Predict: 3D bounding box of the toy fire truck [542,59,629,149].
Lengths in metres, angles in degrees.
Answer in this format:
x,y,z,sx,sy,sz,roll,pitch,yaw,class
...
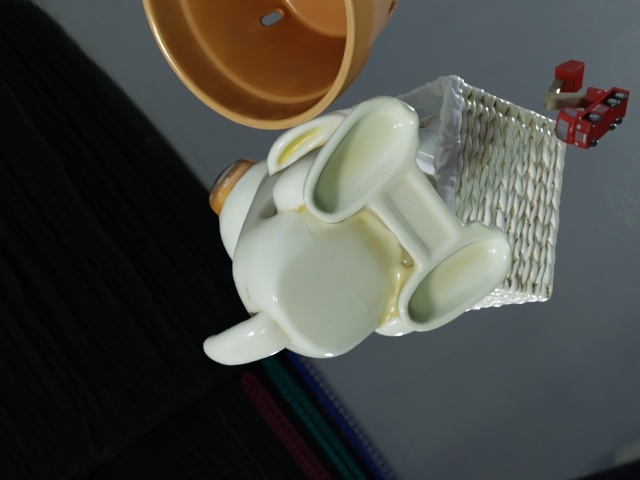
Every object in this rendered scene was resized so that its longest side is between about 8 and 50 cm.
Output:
x,y,z,sx,sy,sz,roll,pitch,yaw,class
0.390,-0.209,1.417,0.192,0.135,0.047,-36,137,-39,toy fire truck

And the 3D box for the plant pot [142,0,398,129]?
x,y,z,sx,sy,sz,roll,pitch,yaw,class
-0.035,-0.302,1.088,0.203,0.291,0.291,-42,179,-44,plant pot

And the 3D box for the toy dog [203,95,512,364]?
x,y,z,sx,sy,sz,roll,pitch,yaw,class
0.000,0.000,1.249,0.395,0.284,0.408,-51,-159,-2,toy dog

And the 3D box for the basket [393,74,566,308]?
x,y,z,sx,sy,sz,roll,pitch,yaw,class
0.209,-0.052,1.567,0.266,0.331,0.328,15,165,-25,basket
